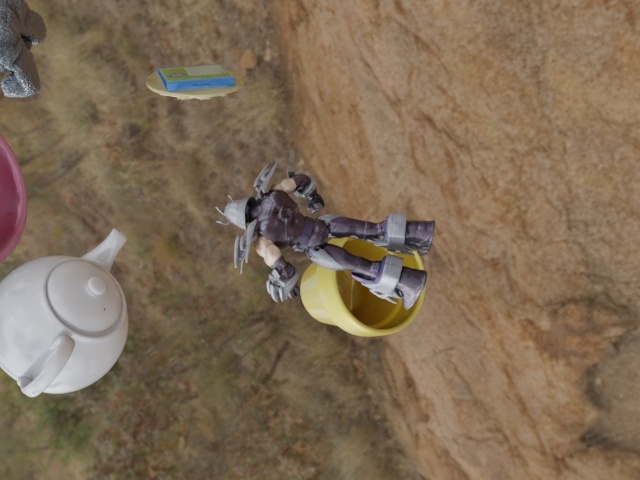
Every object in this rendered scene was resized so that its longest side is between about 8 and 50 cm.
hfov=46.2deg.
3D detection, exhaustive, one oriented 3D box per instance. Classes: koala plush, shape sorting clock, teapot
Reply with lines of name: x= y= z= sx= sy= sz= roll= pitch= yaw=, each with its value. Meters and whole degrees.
koala plush: x=-0.722 y=-0.423 z=1.572 sx=0.203 sy=0.221 sz=0.196 roll=85 pitch=-173 yaw=-77
shape sorting clock: x=-0.266 y=-0.339 z=1.598 sx=0.206 sy=0.206 sz=0.040 roll=24 pitch=124 yaw=39
teapot: x=-0.419 y=0.123 z=1.253 sx=0.187 sy=0.252 sz=0.256 roll=-37 pitch=71 yaw=33

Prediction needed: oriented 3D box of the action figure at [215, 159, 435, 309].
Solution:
action figure: x=0.000 y=0.000 z=0.976 sx=0.285 sy=0.185 sz=0.099 roll=16 pitch=160 yaw=-4

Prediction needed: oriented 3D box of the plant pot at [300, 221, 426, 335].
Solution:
plant pot: x=0.079 y=0.104 z=1.758 sx=0.254 sy=0.254 sz=0.239 roll=56 pitch=150 yaw=-7

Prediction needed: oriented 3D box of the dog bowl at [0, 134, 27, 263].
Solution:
dog bowl: x=-0.740 y=-0.087 z=1.421 sx=0.150 sy=0.408 sz=0.408 roll=-10 pitch=117 yaw=29
